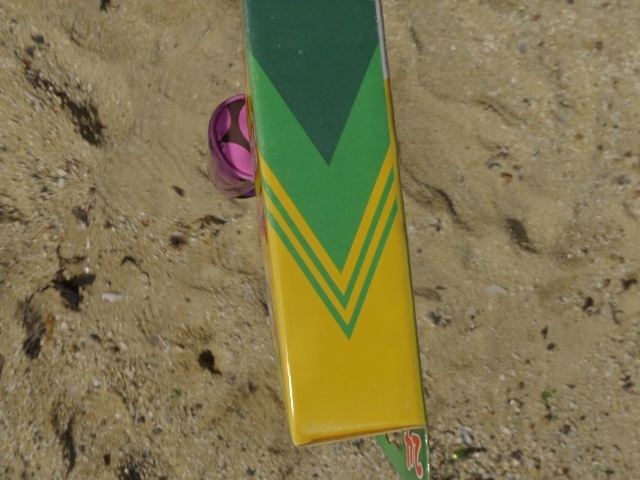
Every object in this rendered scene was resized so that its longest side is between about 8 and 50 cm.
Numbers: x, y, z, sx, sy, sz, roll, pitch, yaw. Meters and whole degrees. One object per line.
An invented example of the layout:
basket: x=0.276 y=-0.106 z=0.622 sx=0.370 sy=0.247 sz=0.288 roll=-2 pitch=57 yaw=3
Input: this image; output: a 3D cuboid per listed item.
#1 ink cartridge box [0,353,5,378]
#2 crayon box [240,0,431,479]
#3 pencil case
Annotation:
ink cartridge box: x=-0.381 y=0.085 z=0.376 sx=0.275 sy=0.239 sz=0.060 roll=34 pitch=40 yaw=-43
crayon box: x=0.000 y=0.000 z=0.441 sx=0.081 sy=0.202 sz=0.319 roll=-7 pitch=90 yaw=-7
pencil case: x=-0.070 y=-0.095 z=0.672 sx=0.098 sy=0.209 sz=0.095 roll=-2 pitch=91 yaw=-10
